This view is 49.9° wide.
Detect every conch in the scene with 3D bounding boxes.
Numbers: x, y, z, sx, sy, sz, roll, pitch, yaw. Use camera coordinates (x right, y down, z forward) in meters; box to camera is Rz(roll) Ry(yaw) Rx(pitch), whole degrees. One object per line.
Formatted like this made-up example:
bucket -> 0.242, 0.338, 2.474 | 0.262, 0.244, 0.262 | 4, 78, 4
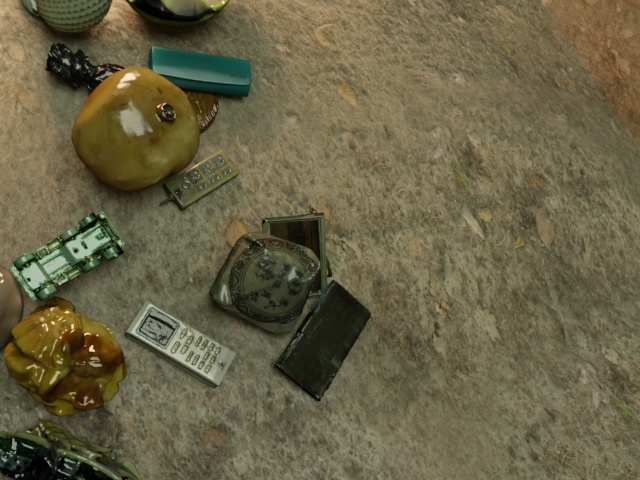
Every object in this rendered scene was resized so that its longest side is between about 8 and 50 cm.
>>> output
conch -> -0.713, -0.762, 1.953 | 0.303, 0.319, 0.215 | 34, 25, 24

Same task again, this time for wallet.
wallet -> 0.014, 0.281, 1.969 | 0.169, 0.044, 0.317 | 41, 62, -13

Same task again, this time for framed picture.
framed picture -> -0.069, 0.053, 1.984 | 0.197, 0.014, 0.252 | -6, 97, -24

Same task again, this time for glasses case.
glasses case -> -0.361, -0.513, 2.079 | 0.301, 0.070, 0.117 | 3, 64, -25

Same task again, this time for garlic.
garlic -> -0.849, 0.116, 1.628 | 0.246, 0.231, 0.340 | -43, 69, 13

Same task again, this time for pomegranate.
pomegranate -> -0.490, -0.296, 1.837 | 0.332, 0.332, 0.333 | 8, 67, -20

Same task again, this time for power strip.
power strip -> -0.357, -0.170, 1.997 | 0.268, 0.034, 0.092 | -36, 87, -30

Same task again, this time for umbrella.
umbrella -> -0.641, -0.466, 1.960 | 0.272, 0.110, 0.122 | 21, 63, -19

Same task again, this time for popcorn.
popcorn -> -0.611, 0.267, 1.616 | 0.332, 0.225, 0.265 | 49, 13, 33

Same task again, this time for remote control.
remote control -> -0.366, 0.273, 1.810 | 0.277, 0.055, 0.103 | 33, 61, -8

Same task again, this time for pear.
pear -> -0.467, -0.807, 2.123 | 0.398, 0.165, 0.399 | 8, 68, -20

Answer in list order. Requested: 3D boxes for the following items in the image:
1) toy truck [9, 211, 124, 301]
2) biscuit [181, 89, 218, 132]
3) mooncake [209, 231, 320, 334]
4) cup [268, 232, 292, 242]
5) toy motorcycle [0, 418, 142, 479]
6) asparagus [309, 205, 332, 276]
toy truck -> -0.639, 0.047, 1.745 | 0.259, 0.135, 0.128 | -37, 98, -26
biscuit -> -0.394, -0.423, 2.082 | 0.176, 0.031, 0.229 | -14, 76, -28
mooncake -> -0.147, 0.109, 1.877 | 0.250, 0.136, 0.254 | 24, 90, -17
cup -> -0.128, -0.005, 2.002 | 0.077, 0.078, 0.100 | 15, 83, -21
toy motorcycle -> -0.547, 0.526, 1.538 | 0.410, 0.237, 0.169 | 28, 76, -9
asparagus -> 0.000, 0.000, 2.089 | 0.022, 0.023, 0.233 | 23, 51, -65
